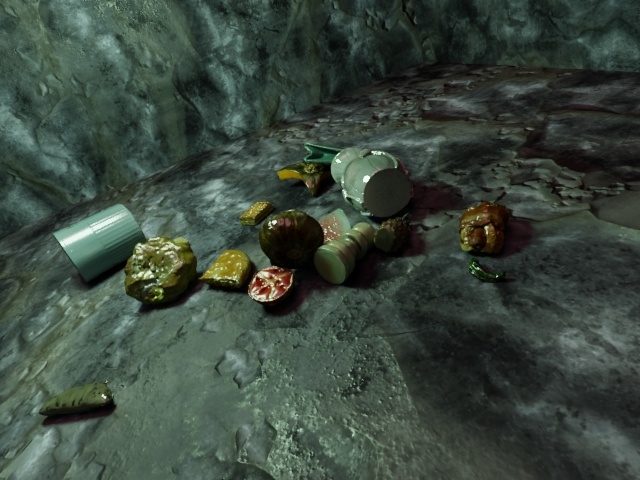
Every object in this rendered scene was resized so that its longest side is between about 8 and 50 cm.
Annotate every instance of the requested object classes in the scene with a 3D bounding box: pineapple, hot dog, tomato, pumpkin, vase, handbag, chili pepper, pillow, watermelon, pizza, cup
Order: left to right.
[{"bbox_3d":[-0.688,0.449,1.193,0.241,0.051,0.093,-13,35,13],"label":"pillow"},{"bbox_3d":[-1.003,0.023,1.943,0.311,0.331,0.257,-35,67,-28],"label":"cup"},{"bbox_3d":[-0.347,0.117,1.535,0.197,0.058,0.292,-28,29,-11],"label":"pizza"},{"bbox_3d":[-0.151,0.158,1.336,0.155,0.069,0.155,-10,40,9],"label":"tomato"},{"bbox_3d":[-0.094,-0.013,1.369,0.219,0.219,0.162,-13,47,11],"label":"pumpkin"},{"bbox_3d":[-0.040,-0.327,2.049,0.258,0.095,0.290,-26,37,-35],"label":"pumpkin"},{"bbox_3d":[0.000,0.000,1.511,0.241,0.094,0.154,-23,39,-3],"label":"watermelon"},{"bbox_3d":[0.070,-0.404,2.009,0.274,0.100,0.269,14,15,17],"label":"handbag"},{"bbox_3d":[0.184,-0.247,1.661,0.250,0.250,0.445,-23,26,-5],"label":"vase"},{"bbox_3d":[0.254,-0.034,1.399,0.108,0.108,0.197,1,24,32],"label":"pineapple"},{"bbox_3d":[0.445,0.083,1.141,0.055,0.035,0.118,-44,30,-8],"label":"chili pepper"},{"bbox_3d":[0.492,-0.047,1.259,0.146,0.103,0.213,-2,35,27],"label":"hot dog"}]

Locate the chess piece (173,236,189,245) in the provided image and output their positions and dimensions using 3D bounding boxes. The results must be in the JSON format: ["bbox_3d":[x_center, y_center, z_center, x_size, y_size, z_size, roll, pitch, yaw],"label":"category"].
[{"bbox_3d":[-0.695,0.037,1.868,0.200,0.090,0.090,-23,28,-27],"label":"chess piece"}]

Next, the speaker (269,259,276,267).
[{"bbox_3d":[-0.145,0.050,1.501,0.075,0.060,0.094,-14,63,7],"label":"speaker"}]

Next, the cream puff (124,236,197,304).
[{"bbox_3d":[-0.599,0.123,1.582,0.282,0.185,0.282,0,69,0],"label":"cream puff"}]

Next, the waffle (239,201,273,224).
[{"bbox_3d":[-0.296,-0.126,1.919,0.102,0.042,0.148,2,36,35],"label":"waffle"}]

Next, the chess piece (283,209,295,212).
[{"bbox_3d":[-0.134,-0.097,1.781,0.083,0.038,0.083,-13,30,8],"label":"chess piece"}]

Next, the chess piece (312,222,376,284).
[{"bbox_3d":[0.095,0.024,1.365,0.133,0.133,0.243,7,33,39],"label":"chess piece"}]
